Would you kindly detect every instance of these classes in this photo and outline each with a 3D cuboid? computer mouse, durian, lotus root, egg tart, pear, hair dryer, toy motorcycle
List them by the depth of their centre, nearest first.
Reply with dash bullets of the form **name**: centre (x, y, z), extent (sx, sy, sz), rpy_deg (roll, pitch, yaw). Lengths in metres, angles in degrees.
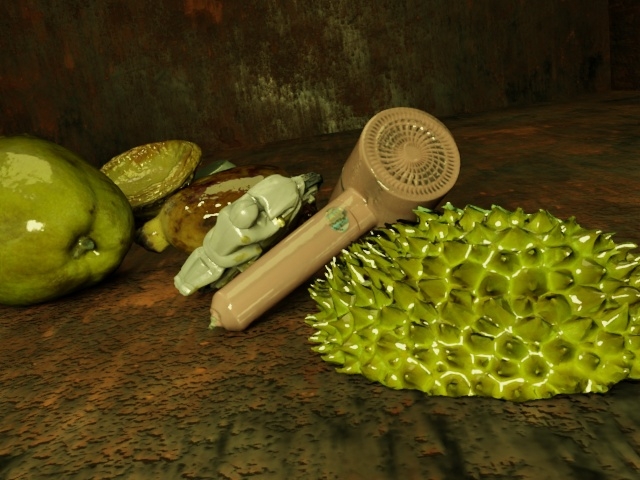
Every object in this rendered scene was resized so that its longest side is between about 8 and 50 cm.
- **durian**: centre (0.135, 0.063, 0.544), extent (0.352, 0.158, 0.169), rpy_deg (0, -18, 30)
- **hair dryer**: centre (0.000, 0.000, 0.758), extent (0.352, 0.125, 0.210), rpy_deg (-37, -10, -24)
- **toy motorcycle**: centre (-0.090, -0.012, 0.786), extent (0.229, 0.074, 0.151), rpy_deg (-41, -10, 6)
- **pear**: centre (-0.429, -0.029, 0.918), extent (0.321, 0.269, 0.269), rpy_deg (16, 25, 30)
- **lotus root**: centre (-0.143, -0.043, 0.995), extent (0.314, 0.141, 0.169), rpy_deg (-12, 10, -10)
- **egg tart**: centre (-0.402, -0.135, 1.482), extent (0.294, 0.123, 0.294), rpy_deg (-11, 35, 8)
- **computer mouse**: centre (-0.312, -0.133, 1.611), extent (0.231, 0.079, 0.128), rpy_deg (-28, 20, -6)
